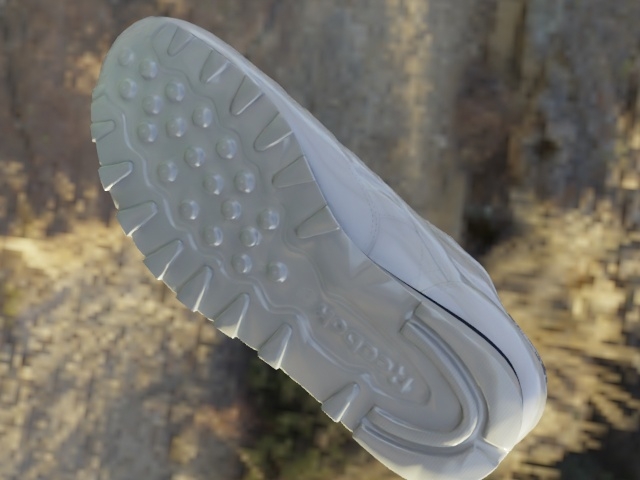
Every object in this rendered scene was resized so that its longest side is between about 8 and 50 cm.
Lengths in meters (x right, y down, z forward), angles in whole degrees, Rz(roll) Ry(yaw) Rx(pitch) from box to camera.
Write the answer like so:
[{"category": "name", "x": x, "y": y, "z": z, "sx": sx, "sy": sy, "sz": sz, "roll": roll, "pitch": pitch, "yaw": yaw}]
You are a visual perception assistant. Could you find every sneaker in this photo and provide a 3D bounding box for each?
[{"category": "sneaker", "x": 0.000, "y": 0.000, "z": 0.785, "sx": 0.090, "sy": 0.235, "sz": 0.095, "roll": -43, "pitch": 177, "yaw": 27}]
